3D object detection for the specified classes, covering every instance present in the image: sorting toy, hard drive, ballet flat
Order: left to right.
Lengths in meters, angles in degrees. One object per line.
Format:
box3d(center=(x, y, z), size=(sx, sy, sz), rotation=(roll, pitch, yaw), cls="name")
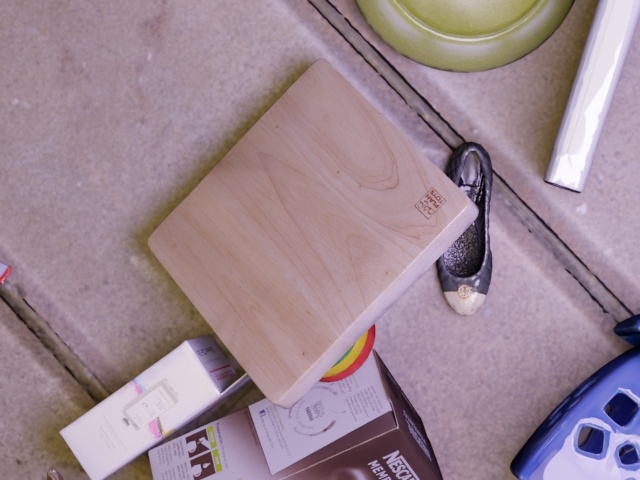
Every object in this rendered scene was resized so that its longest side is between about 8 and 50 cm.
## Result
box3d(center=(0.000, 0.000, 1.480), size=(0.255, 0.089, 0.257), rotation=(-46, 51, 5), cls="sorting toy")
box3d(center=(0.141, -0.011, 1.527), size=(0.057, 0.049, 0.173), rotation=(1, 91, 9), cls="ballet flat")
box3d(center=(0.270, -0.196, 1.426), size=(0.040, 0.203, 0.308), rotation=(17, 94, 8), cls="hard drive")

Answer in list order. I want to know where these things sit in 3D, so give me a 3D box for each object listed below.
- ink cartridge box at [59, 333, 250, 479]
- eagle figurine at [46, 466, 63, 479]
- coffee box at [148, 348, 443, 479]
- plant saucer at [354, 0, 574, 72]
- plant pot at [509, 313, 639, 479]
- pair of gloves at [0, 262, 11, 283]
box3d(center=(-0.150, 0.155, 1.542), size=(0.198, 0.115, 0.067), rotation=(-35, 86, 7), cls="ink cartridge box")
box3d(center=(-0.370, 0.347, 1.550), size=(0.298, 0.225, 0.226), rotation=(-16, 99, -2), cls="eagle figurine")
box3d(center=(-0.022, 0.224, 1.501), size=(0.246, 0.141, 0.098), rotation=(-26, 48, 9), cls="coffee box")
box3d(center=(0.143, -0.285, 1.505), size=(0.241, 0.037, 0.241), rotation=(0, 95, -2), cls="plant saucer")
box3d(center=(0.327, 0.194, 1.420), size=(0.236, 0.236, 0.212), rotation=(33, 89, 7), cls="plant pot")
box3d(center=(-0.429, 0.051, 1.629), size=(0.159, 0.023, 0.198), rotation=(36, 95, 6), cls="pair of gloves")
